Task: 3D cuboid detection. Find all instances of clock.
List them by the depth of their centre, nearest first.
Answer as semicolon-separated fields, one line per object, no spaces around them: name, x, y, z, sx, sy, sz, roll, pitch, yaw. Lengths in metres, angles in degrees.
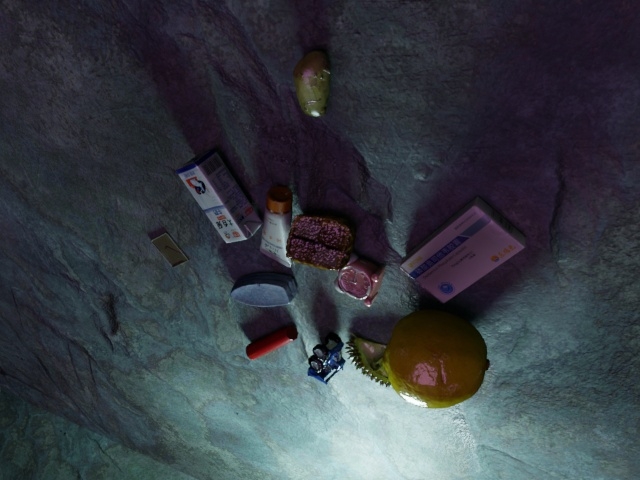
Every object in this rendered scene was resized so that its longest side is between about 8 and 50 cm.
clock;0.131;0.125;1.809;0.162;0.093;0.166;25;126;18

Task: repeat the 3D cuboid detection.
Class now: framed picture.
framed picture;-0.608;0.039;2.121;0.109;0.011;0.149;-21;114;35

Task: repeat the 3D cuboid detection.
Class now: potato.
potato;-0.020;-0.434;1.470;0.105;0.085;0.188;-6;127;2

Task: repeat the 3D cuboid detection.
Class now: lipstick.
lipstick;-0.207;0.426;2.185;0.279;0.073;0.073;-30;108;38

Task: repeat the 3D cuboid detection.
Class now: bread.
bread;0.000;0.000;1.737;0.222;0.096;0.182;12;97;17

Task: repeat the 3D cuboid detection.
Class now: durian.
durian;0.254;0.467;2.009;0.355;0.157;0.170;16;93;13

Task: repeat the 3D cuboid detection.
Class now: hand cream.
hand cream;-0.153;-0.045;1.818;0.139;0.089;0.314;26;138;21

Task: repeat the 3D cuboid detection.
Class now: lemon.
lemon;0.379;0.391;1.735;0.347;0.348;0.348;12;128;16

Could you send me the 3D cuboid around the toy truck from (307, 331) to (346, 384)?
toy truck;0.031;0.473;2.068;0.126;0.113;0.208;39;136;20

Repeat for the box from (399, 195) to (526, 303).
box;0.429;0.039;1.621;0.200;0.065;0.343;39;130;-7

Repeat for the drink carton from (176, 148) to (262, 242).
drink carton;-0.339;-0.146;1.794;0.130;0.106;0.315;-8;122;46

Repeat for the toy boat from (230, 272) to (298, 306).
toy boat;-0.226;0.190;2.018;0.282;0.078;0.127;-4;125;25
